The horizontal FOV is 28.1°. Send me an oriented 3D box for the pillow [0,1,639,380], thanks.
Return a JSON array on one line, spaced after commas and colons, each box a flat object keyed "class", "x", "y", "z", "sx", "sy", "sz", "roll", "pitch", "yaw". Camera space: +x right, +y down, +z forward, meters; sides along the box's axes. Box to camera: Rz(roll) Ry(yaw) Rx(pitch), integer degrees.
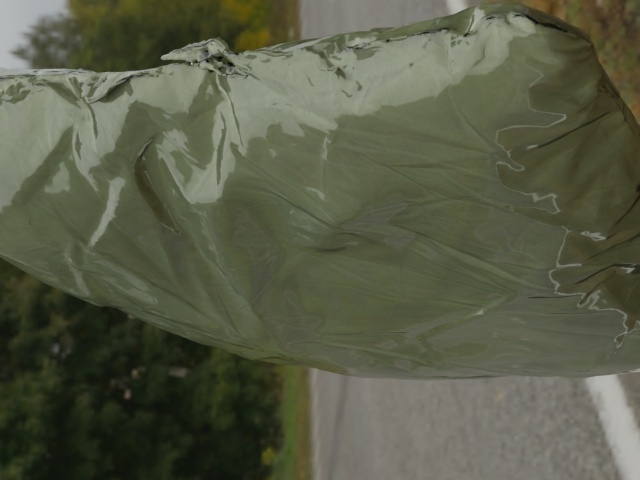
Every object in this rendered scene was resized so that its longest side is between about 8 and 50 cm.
[{"class": "pillow", "x": -0.001, "y": 0.000, "z": 0.481, "sx": 0.274, "sy": 0.280, "sz": 0.076, "roll": 35, "pitch": -120, "yaw": -55}]
